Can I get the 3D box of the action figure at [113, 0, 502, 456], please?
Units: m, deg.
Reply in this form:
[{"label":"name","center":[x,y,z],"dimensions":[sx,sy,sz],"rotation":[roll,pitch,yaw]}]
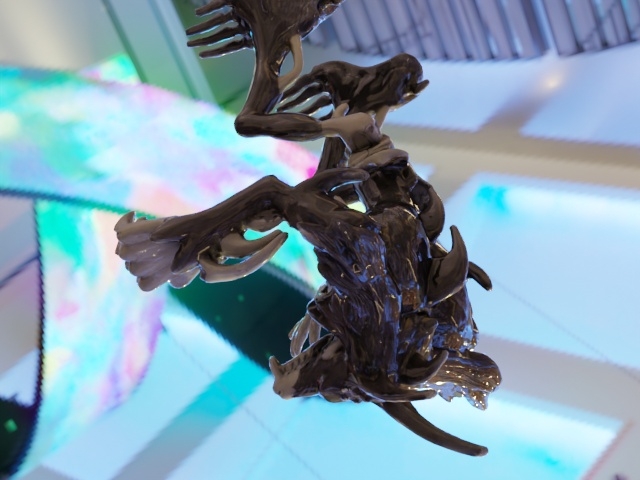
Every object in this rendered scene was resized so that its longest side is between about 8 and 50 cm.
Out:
[{"label":"action figure","center":[0.000,0.000,0.665],"dimensions":[0.141,0.164,0.275],"rotation":[-32,-139,22]}]
